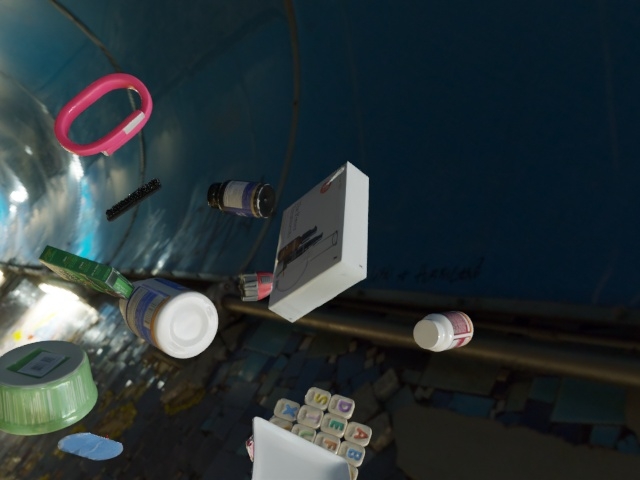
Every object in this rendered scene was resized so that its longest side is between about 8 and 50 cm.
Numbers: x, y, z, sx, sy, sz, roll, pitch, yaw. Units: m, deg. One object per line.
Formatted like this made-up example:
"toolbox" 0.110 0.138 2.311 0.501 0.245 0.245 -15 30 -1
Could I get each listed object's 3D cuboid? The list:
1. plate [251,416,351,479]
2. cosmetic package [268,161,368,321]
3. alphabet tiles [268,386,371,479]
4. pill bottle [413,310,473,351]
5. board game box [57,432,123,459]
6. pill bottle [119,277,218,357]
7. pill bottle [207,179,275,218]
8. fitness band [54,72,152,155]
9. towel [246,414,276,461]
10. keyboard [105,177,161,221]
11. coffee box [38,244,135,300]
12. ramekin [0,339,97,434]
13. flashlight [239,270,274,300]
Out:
"plate" -0.045 0.548 1.441 0.277 0.045 0.278 30 17 -15
"cosmetic package" 0.000 0.000 1.748 0.097 0.377 0.284 36 -52 -29
"alphabet tiles" -0.016 0.541 1.729 0.278 0.284 0.021 16 -33 15
"pill bottle" 0.277 0.206 1.453 0.086 0.086 0.152 20 10 37
"board game box" -0.623 0.548 1.744 0.133 0.033 0.169 -35 -50 28
"pill bottle" -0.369 0.171 1.502 0.272 0.152 0.152 11 -31 52
"pill bottle" -0.276 -0.146 2.205 0.219 0.122 0.122 8 -30 27
"fitness band" -0.618 -0.357 1.827 0.209 0.291 0.054 40 -15 22
"towel" -0.186 0.736 2.374 0.029 0.197 0.144 23 -41 40
"keyboard" -0.542 -0.123 1.849 0.023 0.180 0.108 59 -6 -26
"coffee box" -0.511 0.073 1.402 0.184 0.040 0.113 17 -22 18
"ramekin" -0.831 0.424 1.907 0.303 0.303 0.148 20 -63 37
"flashlight" -0.108 0.141 2.084 0.103 0.304 0.103 -129 -140 -62
